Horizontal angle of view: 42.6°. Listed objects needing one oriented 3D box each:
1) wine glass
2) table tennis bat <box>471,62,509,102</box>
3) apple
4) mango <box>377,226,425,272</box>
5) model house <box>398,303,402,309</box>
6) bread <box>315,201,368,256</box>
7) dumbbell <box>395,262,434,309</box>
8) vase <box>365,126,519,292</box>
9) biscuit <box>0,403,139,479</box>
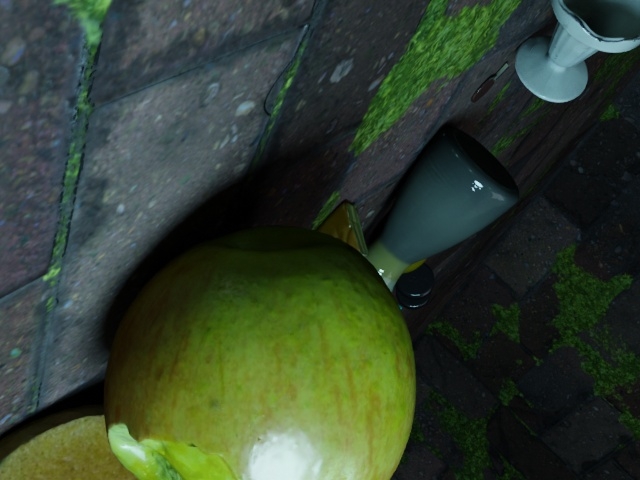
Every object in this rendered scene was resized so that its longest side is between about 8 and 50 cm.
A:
[{"bbox_3d":[0.395,-0.319,1.262,0.165,0.165,0.196,-39,173,-24],"label":"wine glass"},{"bbox_3d":[0.283,-0.263,1.373,0.083,0.007,0.050,-45,166,8],"label":"table tennis bat"},{"bbox_3d":[-0.061,0.144,0.887,0.339,0.339,0.339,-42,166,-13],"label":"apple"},{"bbox_3d":[0.165,0.001,1.611,0.130,0.092,0.195,-41,161,-13],"label":"mango"},{"bbox_3d":[0.089,0.130,1.682,0.100,0.127,0.149,-52,162,27],"label":"model house"},{"bbox_3d":[-0.005,0.002,1.281,0.139,0.084,0.074,-17,173,15],"label":"bread"},{"bbox_3d":[0.249,0.122,2.183,0.100,0.100,0.191,-44,166,-7],"label":"dumbbell"},{"bbox_3d":[0.176,-0.026,1.426,0.321,0.173,0.173,-48,167,24],"label":"vase"},{"bbox_3d":[-0.266,0.342,0.989,0.057,0.287,0.343,-2,177,41],"label":"biscuit"}]
